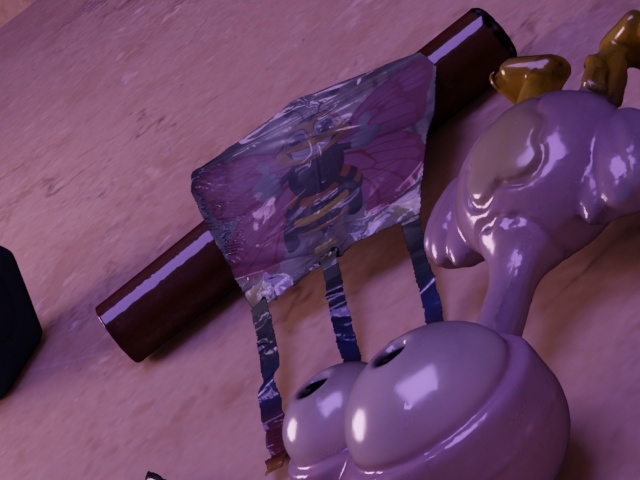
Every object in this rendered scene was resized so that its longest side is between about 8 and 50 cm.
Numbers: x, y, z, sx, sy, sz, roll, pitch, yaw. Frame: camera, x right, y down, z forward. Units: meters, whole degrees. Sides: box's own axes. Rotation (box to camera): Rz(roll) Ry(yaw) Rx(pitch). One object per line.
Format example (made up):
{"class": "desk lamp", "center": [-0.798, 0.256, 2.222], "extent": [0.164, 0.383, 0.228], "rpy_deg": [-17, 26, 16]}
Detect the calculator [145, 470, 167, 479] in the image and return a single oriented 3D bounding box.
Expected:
{"class": "calculator", "center": [-0.100, 0.208, 0.734], "extent": [0.165, 0.028, 0.274], "rpy_deg": [-48, 21, -14]}

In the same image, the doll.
{"class": "doll", "center": [0.084, 0.028, 0.709], "extent": [0.160, 0.094, 0.365], "rpy_deg": [-18, 29, 48]}

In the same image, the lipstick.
{"class": "lipstick", "center": [-0.009, -0.041, 1.039], "extent": [0.357, 0.057, 0.057], "rpy_deg": [-38, 22, 1]}

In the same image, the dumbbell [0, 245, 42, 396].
{"class": "dumbbell", "center": [-0.400, 0.104, 1.253], "extent": [0.325, 0.160, 0.144], "rpy_deg": [-25, -3, 33]}

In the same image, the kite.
{"class": "kite", "center": [0.002, 0.003, 0.921], "extent": [0.204, 0.022, 0.360], "rpy_deg": [-27, 34, 16]}
